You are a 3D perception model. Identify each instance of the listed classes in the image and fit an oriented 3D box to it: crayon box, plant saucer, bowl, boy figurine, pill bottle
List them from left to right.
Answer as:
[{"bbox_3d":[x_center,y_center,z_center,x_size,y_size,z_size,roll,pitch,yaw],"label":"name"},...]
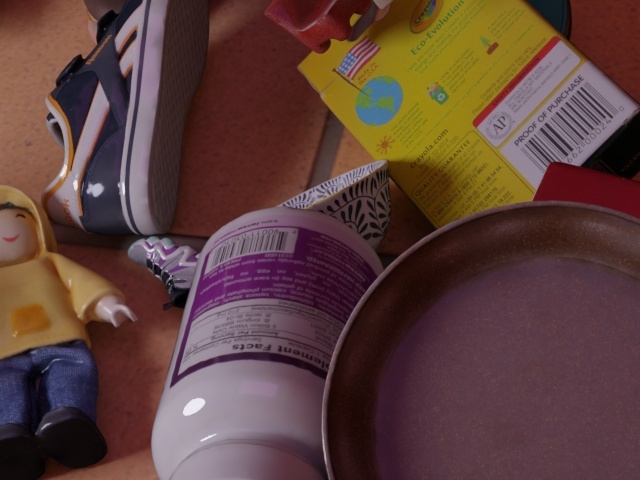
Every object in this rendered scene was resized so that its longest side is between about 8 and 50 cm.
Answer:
[{"bbox_3d":[-0.250,0.070,1.383,0.177,0.092,0.285,-14,53,-1],"label":"boy figurine"},{"bbox_3d":[-0.038,0.123,1.221,0.169,0.169,0.302,0,37,7],"label":"pill bottle"},{"bbox_3d":[0.000,0.000,1.395,0.170,0.170,0.080,-27,96,-15],"label":"bowl"},{"bbox_3d":[0.140,-0.128,1.444,0.202,0.081,0.318,-46,54,11],"label":"crayon box"},{"bbox_3d":[0.156,0.126,1.094,0.310,0.050,0.311,-3,72,10],"label":"plant saucer"}]

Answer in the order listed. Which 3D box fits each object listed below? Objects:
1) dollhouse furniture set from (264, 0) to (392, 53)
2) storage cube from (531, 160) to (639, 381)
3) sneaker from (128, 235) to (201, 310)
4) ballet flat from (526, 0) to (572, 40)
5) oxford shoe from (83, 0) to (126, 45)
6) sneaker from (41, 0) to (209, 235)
[{"bbox_3d":[0.011,-0.326,1.512,0.152,0.201,0.374,40,30,-15],"label":"dollhouse furniture set"},{"bbox_3d":[0.241,0.081,1.246,0.193,0.184,0.215,16,54,20],"label":"storage cube"},{"bbox_3d":[-0.136,0.035,1.428,0.098,0.038,0.069,8,51,15],"label":"sneaker"},{"bbox_3d":[0.191,-0.266,1.589,0.095,0.096,0.280,-9,62,-1],"label":"ballet flat"},{"bbox_3d":[-0.124,-0.354,1.687,0.130,0.133,0.364,21,56,23],"label":"oxford shoe"},{"bbox_3d":[-0.191,-0.150,1.518,0.127,0.126,0.321,-2,56,15],"label":"sneaker"}]
